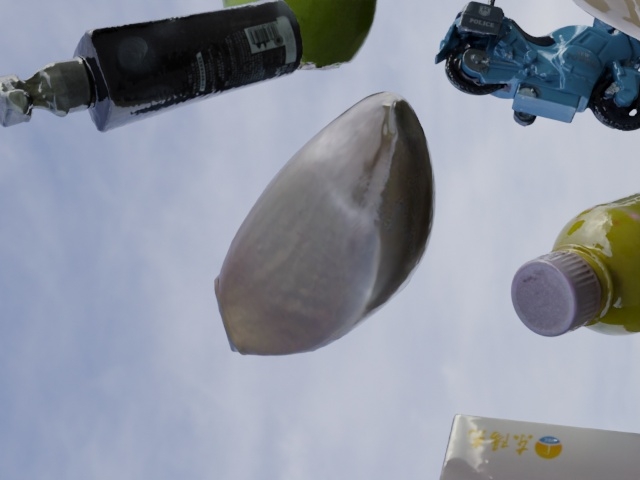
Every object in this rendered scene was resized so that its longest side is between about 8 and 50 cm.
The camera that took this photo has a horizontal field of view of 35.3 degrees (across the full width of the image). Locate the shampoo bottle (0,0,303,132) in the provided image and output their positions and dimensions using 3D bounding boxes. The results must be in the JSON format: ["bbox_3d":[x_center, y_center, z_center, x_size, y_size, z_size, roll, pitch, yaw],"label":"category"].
[{"bbox_3d":[-0.111,-0.113,0.655,0.208,0.063,0.057,-21,-92,-28],"label":"shampoo bottle"}]

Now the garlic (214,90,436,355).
[{"bbox_3d":[0.005,0.007,0.821,0.112,0.318,0.143,-15,-111,-47],"label":"garlic"}]

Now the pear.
[{"bbox_3d":[-0.023,-0.303,1.168,0.187,0.188,0.219,-10,-84,-62],"label":"pear"}]

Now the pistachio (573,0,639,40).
[{"bbox_3d":[0.176,-0.222,0.392,0.193,0.214,0.318,-90,-6,-50],"label":"pistachio"}]

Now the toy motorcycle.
[{"bbox_3d":[0.286,-0.235,1.253,0.123,0.272,0.182,92,-167,-63],"label":"toy motorcycle"}]

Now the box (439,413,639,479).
[{"bbox_3d":[0.258,0.256,0.815,0.065,0.344,0.200,71,-150,-44],"label":"box"}]

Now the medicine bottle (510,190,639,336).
[{"bbox_3d":[0.260,0.027,0.896,0.213,0.122,0.121,-15,-76,-40],"label":"medicine bottle"}]
